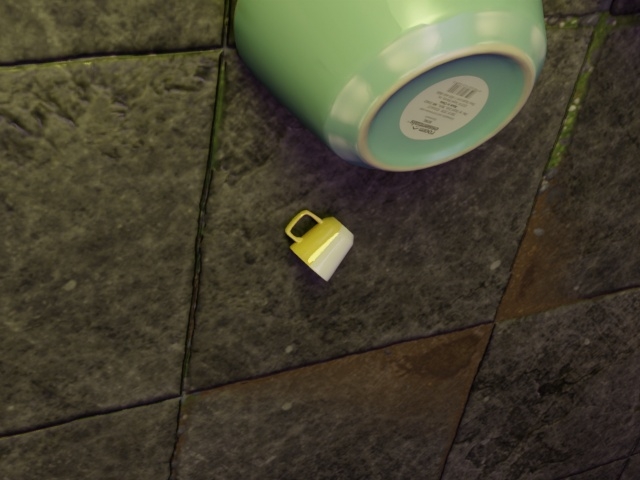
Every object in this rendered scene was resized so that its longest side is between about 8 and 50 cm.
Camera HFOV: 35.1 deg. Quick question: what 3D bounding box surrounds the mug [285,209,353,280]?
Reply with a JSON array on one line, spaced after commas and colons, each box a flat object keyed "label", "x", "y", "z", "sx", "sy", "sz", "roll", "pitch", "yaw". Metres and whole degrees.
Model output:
[{"label": "mug", "x": 0.003, "y": 0.003, "z": 1.213, "sx": 0.064, "sy": 0.062, "sz": 0.078, "roll": -47, "pitch": 144, "yaw": 1}]

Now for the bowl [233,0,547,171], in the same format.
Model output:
[{"label": "bowl", "x": 0.088, "y": -0.182, "z": 0.960, "sx": 0.311, "sy": 0.163, "sz": 0.311, "roll": -18, "pitch": 152, "yaw": -10}]
